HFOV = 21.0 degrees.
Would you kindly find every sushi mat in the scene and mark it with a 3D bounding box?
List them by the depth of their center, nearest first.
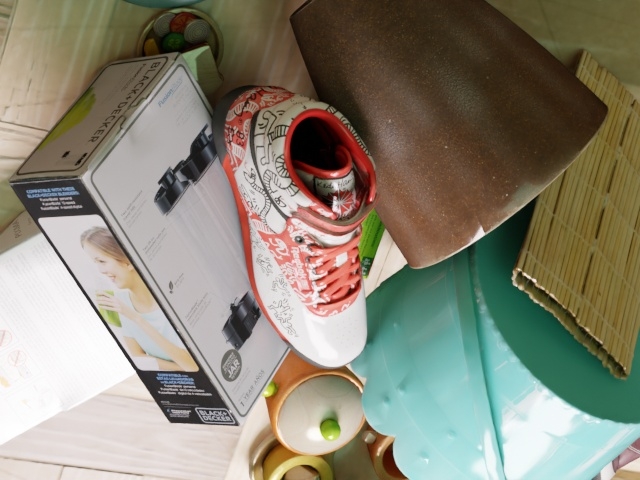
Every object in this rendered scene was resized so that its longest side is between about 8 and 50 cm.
[{"bbox_3d":[0.253,-0.030,1.544,0.151,0.317,0.019,43,132,-18],"label":"sushi mat"}]

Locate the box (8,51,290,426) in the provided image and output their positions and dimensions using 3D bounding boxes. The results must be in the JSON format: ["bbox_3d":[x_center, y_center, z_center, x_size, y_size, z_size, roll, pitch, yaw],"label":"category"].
[{"bbox_3d":[-0.126,0.002,1.489,0.169,0.087,0.290,-58,132,-37],"label":"box"}]

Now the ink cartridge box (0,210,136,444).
[{"bbox_3d":[-0.247,0.066,1.556,0.224,0.056,0.181,-28,122,2],"label":"ink cartridge box"}]

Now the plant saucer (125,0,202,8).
[{"bbox_3d":[-0.121,-0.279,1.427,0.194,0.037,0.195,-8,119,-15],"label":"plant saucer"}]

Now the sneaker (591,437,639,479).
[{"bbox_3d":[0.322,0.107,1.756,0.162,0.106,0.281,-18,126,-22],"label":"sneaker"}]

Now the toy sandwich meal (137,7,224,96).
[{"bbox_3d":[-0.119,-0.159,1.492,0.085,0.029,0.086,-8,118,-15],"label":"toy sandwich meal"}]

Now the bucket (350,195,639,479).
[{"bbox_3d":[0.183,0.099,1.558,0.281,0.281,0.183,18,139,-26],"label":"bucket"}]

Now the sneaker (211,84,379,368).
[{"bbox_3d":[-0.001,0.000,1.445,0.090,0.145,0.270,-27,109,-23],"label":"sneaker"}]

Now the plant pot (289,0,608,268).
[{"bbox_3d":[0.087,-0.133,1.451,0.215,0.215,0.230,-39,99,3],"label":"plant pot"}]

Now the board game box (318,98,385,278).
[{"bbox_3d":[0.026,-0.060,1.586,0.092,0.043,0.181,10,112,-24],"label":"board game box"}]

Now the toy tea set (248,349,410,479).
[{"bbox_3d":[0.087,0.176,1.681,0.336,0.124,0.200,-14,120,-12],"label":"toy tea set"}]
